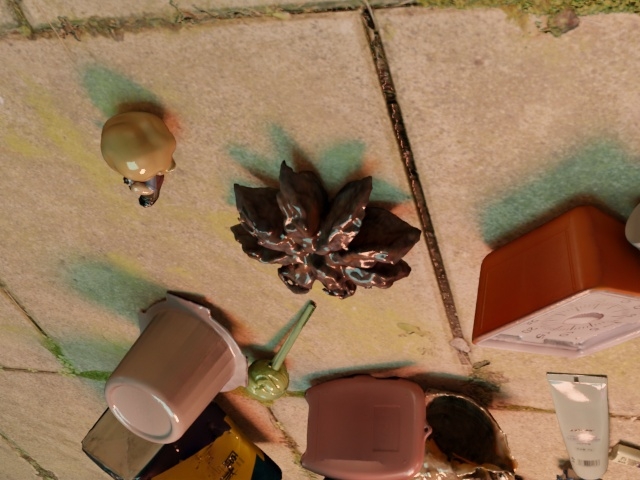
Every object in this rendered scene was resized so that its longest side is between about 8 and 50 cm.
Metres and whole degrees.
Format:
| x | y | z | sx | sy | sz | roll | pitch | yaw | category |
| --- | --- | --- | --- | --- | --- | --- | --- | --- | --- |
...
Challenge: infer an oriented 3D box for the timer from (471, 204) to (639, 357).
| x | y | z | sx | sy | sz | roll | pitch | yaw | category |
| --- | --- | --- | --- | --- | --- | --- | --- | --- | --- |
| 0.398 | 0.089 | 1.376 | 0.250 | 0.161 | 0.257 | 25 | 144 | -25 | timer |

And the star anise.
| x | y | z | sx | sy | sz | roll | pitch | yaw | category |
| --- | --- | --- | --- | --- | --- | --- | --- | --- | --- |
| 0.002 | 0.000 | 1.451 | 0.331 | 0.118 | 0.332 | 10 | 149 | 6 | star anise |

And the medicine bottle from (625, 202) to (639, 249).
| x | y | z | sx | sy | sz | roll | pitch | yaw | category |
| --- | --- | --- | --- | --- | --- | --- | --- | --- | --- |
| 0.519 | 0.016 | 1.262 | 0.191 | 0.107 | 0.107 | 31 | 142 | -18 | medicine bottle |

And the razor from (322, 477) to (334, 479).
| x | y | z | sx | sy | sz | roll | pitch | yaw | category |
| --- | --- | --- | --- | --- | --- | --- | --- | --- | --- |
| 0.102 | 0.518 | 1.926 | 0.189 | 0.327 | 0.107 | 4 | 117 | 24 | razor |

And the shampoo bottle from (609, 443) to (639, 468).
| x | y | z | sx | sy | sz | roll | pitch | yaw | category |
| --- | --- | --- | --- | --- | --- | --- | --- | --- | --- |
| 0.659 | 0.447 | 1.846 | 0.141 | 0.034 | 0.049 | 16 | 138 | 1 | shampoo bottle |

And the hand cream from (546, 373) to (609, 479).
| x | y | z | sx | sy | sz | roll | pitch | yaw | category |
| --- | --- | --- | --- | --- | --- | --- | --- | --- | --- |
| 0.515 | 0.364 | 1.784 | 0.109 | 0.067 | 0.321 | 1 | 137 | 24 | hand cream |

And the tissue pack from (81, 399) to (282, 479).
| x | y | z | sx | sy | sz | roll | pitch | yaw | category |
| --- | --- | --- | --- | --- | --- | --- | --- | --- | --- |
| -0.315 | 0.509 | 2.114 | 0.253 | 0.264 | 0.417 | 17 | 151 | 43 | tissue pack |

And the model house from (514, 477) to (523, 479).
| x | y | z | sx | sy | sz | roll | pitch | yaw | category |
| --- | --- | --- | --- | --- | --- | --- | --- | --- | --- |
| 0.309 | 0.648 | 2.040 | 0.253 | 0.291 | 0.184 | 21 | 135 | -7 | model house |

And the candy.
| x | y | z | sx | sy | sz | roll | pitch | yaw | category |
| --- | --- | --- | --- | --- | --- | --- | --- | --- | --- |
| -0.072 | 0.219 | 1.828 | 0.093 | 0.092 | 0.336 | 44 | 137 | 15 | candy |

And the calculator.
| x | y | z | sx | sy | sz | roll | pitch | yaw | category |
| --- | --- | --- | --- | --- | --- | --- | --- | --- | --- |
| 0.083 | 0.378 | 1.842 | 0.329 | 0.220 | 0.048 | -9 | 160 | 39 | calculator |

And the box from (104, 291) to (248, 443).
| x | y | z | sx | sy | sz | roll | pitch | yaw | category |
| --- | --- | --- | --- | --- | --- | --- | --- | --- | --- |
| -0.322 | 0.275 | 1.830 | 0.291 | 0.206 | 0.262 | -20 | 112 | 40 | box |

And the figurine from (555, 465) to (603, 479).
| x | y | z | sx | sy | sz | roll | pitch | yaw | category |
| --- | --- | --- | --- | --- | --- | --- | --- | --- | --- |
| 0.562 | 0.522 | 1.958 | 0.114 | 0.079 | 0.114 | -1 | 154 | 0 | figurine |

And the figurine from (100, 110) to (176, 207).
| x | y | z | sx | sy | sz | roll | pitch | yaw | category |
| --- | --- | --- | --- | --- | --- | --- | --- | --- | --- |
| -0.287 | -0.123 | 1.428 | 0.108 | 0.114 | 0.196 | -22 | 162 | -21 | figurine |

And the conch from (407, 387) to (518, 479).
| x | y | z | sx | sy | sz | roll | pitch | yaw | category |
| --- | --- | --- | --- | --- | --- | --- | --- | --- | --- |
| 0.259 | 0.406 | 1.847 | 0.291 | 0.210 | 0.159 | 11 | 178 | 17 | conch |
